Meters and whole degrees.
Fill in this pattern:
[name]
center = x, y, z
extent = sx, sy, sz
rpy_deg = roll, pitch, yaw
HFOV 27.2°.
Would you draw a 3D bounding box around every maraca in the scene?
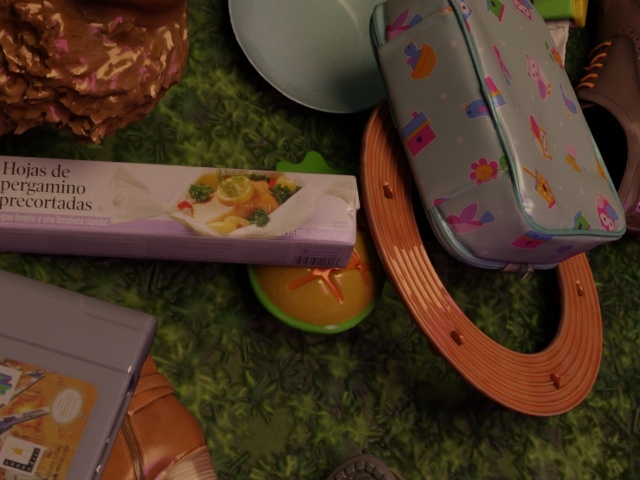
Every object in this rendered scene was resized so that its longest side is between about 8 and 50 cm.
[maraca]
center = 0.000, 0.000, 1.170
extent = 0.127, 0.099, 0.185
rpy_deg = 17, 56, -10

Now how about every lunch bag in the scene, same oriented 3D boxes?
[lunch bag]
center = 0.165, -0.101, 1.210
extent = 0.224, 0.108, 0.279
rpy_deg = 4, 64, -55

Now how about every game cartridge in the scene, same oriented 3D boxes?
[game cartridge]
center = -0.258, 0.153, 0.958
extent = 0.198, 0.062, 0.297
rpy_deg = 18, 57, -2

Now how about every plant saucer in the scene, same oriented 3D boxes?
[plant saucer]
center = -0.007, -0.205, 1.287
extent = 0.195, 0.037, 0.194
rpy_deg = 11, 66, -25

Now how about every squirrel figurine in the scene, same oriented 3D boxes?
[squirrel figurine]
center = -0.274, -0.253, 0.948
extent = 0.371, 0.281, 0.396
rpy_deg = 3, 109, -22

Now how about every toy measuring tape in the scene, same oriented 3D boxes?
[toy measuring tape]
center = 0.241, -0.269, 1.394
extent = 0.121, 0.121, 0.330
rpy_deg = 23, 60, -18

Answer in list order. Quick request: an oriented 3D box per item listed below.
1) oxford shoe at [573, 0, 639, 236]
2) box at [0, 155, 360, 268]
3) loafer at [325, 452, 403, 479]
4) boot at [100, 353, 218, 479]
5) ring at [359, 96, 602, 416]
[oxford shoe]
center = 0.326, -0.176, 1.403
extent = 0.133, 0.130, 0.363
rpy_deg = 0, 64, -15
[box]
center = -0.132, -0.023, 1.067
extent = 0.324, 0.067, 0.063
rpy_deg = 3, 68, -5
[loafer]
center = 0.071, 0.300, 1.103
extent = 0.087, 0.094, 0.251
rpy_deg = 20, 48, -65
[boot]
center = -0.185, 0.177, 1.024
extent = 0.197, 0.073, 0.152
rpy_deg = -19, 72, -31
[ring]
center = 0.150, 0.008, 1.234
extent = 0.337, 0.032, 0.336
rpy_deg = 28, 47, -34
